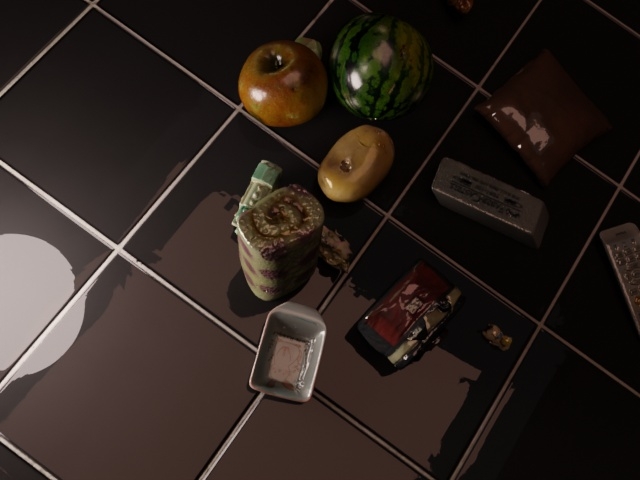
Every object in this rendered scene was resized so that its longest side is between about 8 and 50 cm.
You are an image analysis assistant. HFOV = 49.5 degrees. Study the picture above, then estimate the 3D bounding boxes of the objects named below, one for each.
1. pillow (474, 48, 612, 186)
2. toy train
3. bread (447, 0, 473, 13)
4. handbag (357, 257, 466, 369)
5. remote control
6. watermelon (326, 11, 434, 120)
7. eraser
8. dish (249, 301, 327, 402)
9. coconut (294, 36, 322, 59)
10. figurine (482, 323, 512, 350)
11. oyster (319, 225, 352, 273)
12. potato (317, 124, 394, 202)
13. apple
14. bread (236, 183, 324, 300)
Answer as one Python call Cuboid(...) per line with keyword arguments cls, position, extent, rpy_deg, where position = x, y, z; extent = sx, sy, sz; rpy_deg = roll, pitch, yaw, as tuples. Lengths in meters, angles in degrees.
Cuboid(cls="pillow", position=(0.640, -0.352, 1.978), extent=(0.307, 0.108, 0.305), rpy_deg=(-40, 88, -15))
Cuboid(cls="toy train", position=(-0.163, -0.104, 1.762), extent=(0.080, 0.125, 0.194), rpy_deg=(24, 70, 2))
Cuboid(cls="bread", position=(0.409, -0.763, 2.081), extent=(0.104, 0.076, 0.233), rpy_deg=(11, 64, -18))
Cuboid(cls="handbag", position=(0.231, 0.184, 1.711), extent=(0.181, 0.181, 0.254), rpy_deg=(43, 74, 7))
Cuboid(cls="remote control", position=(0.862, 0.110, 1.904), extent=(0.109, 0.055, 0.313), rpy_deg=(-17, 81, -8))
Cuboid(cls="watermelon", position=(0.156, -0.457, 1.836), extent=(0.284, 0.285, 0.286), rpy_deg=(3, 73, -8))
Cuboid(cls="eraser", position=(0.466, -0.103, 1.888), extent=(0.352, 0.077, 0.112), rpy_deg=(25, 70, -2))
Cuboid(cls="dish", position=(-0.074, 0.268, 1.693), extent=(0.153, 0.064, 0.234), rpy_deg=(16, 72, -4))
Cuboid(cls="coconut", position=(-0.034, -0.524, 1.936), extent=(0.083, 0.081, 0.082), rpy_deg=(-35, 40, -22))
Cuboid(cls="figurine", position=(0.462, 0.250, 1.795), extent=(0.083, 0.050, 0.047), rpy_deg=(39, 77, 4))
Cuboid(cls="oyster", position=(-0.002, -0.005, 1.781), extent=(0.209, 0.133, 0.072), rpy_deg=(38, 108, -5))
Cuboid(cls="potato", position=(0.099, -0.196, 1.826), extent=(0.234, 0.146, 0.150), rpy_deg=(-49, 41, -6))
Cuboid(cls="apple", position=(-0.095, -0.406, 1.839), extent=(0.236, 0.208, 0.237), rpy_deg=(-3, 62, 6))
Cuboid(cls="bread", position=(-0.092, 0.019, 1.626), extent=(0.187, 0.338, 0.155), rpy_deg=(-36, 75, -18))
